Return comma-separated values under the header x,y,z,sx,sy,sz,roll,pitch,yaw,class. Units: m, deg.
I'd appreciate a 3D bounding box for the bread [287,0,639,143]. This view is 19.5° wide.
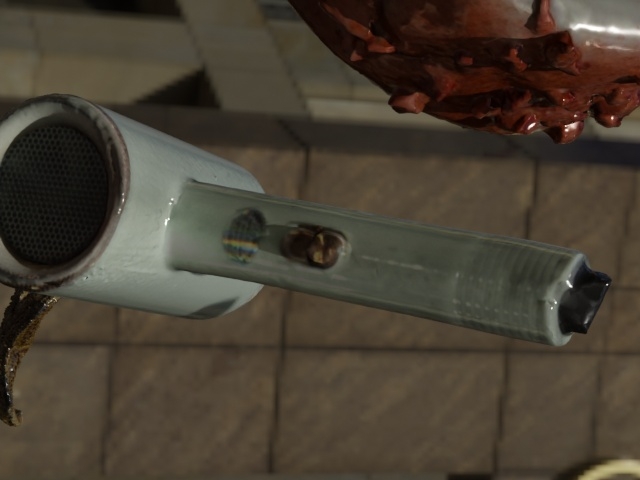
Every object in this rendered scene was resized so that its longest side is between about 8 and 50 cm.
x,y,z,sx,sy,sz,roll,pitch,yaw,class
0.063,-0.142,0.593,0.212,0.224,0.142,50,-28,-12,bread

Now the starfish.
x,y,z,sx,sy,sz,roll,pitch,yaw,class
-0.138,0.042,0.879,0.078,0.028,0.091,-33,-141,63,starfish

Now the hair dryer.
x,y,z,sx,sy,sz,roll,pitch,yaw,class
0.000,0.000,0.683,0.236,0.131,0.073,7,-95,29,hair dryer
